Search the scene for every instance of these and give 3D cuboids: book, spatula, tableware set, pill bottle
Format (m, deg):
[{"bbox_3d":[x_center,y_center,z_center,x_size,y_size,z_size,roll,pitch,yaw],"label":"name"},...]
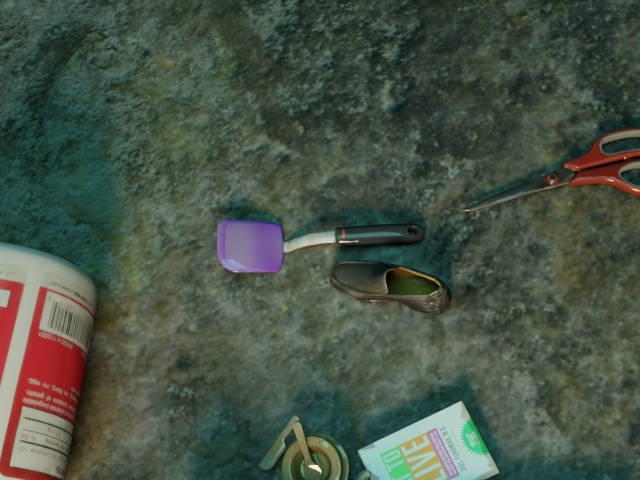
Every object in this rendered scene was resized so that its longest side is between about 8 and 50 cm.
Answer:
[{"bbox_3d":[0.131,0.273,0.957,0.144,0.035,0.096,-25,66,-4],"label":"book"},{"bbox_3d":[0.000,0.000,1.112,0.297,0.030,0.084,-5,65,8],"label":"spatula"},{"bbox_3d":[-0.042,0.319,0.940,0.128,0.039,0.194,32,85,23],"label":"tableware set"},{"bbox_3d":[-0.424,0.225,0.969,0.229,0.229,0.407,-1,64,10],"label":"pill bottle"}]

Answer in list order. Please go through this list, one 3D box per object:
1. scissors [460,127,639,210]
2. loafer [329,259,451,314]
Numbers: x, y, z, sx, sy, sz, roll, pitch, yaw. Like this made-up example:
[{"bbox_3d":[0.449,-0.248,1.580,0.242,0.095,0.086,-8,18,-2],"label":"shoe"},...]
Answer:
[{"bbox_3d":[0.344,-0.099,1.106,0.297,0.021,0.109,-6,66,8],"label":"scissors"},{"bbox_3d":[0.091,0.053,1.051,0.170,0.061,0.062,8,67,15],"label":"loafer"}]
